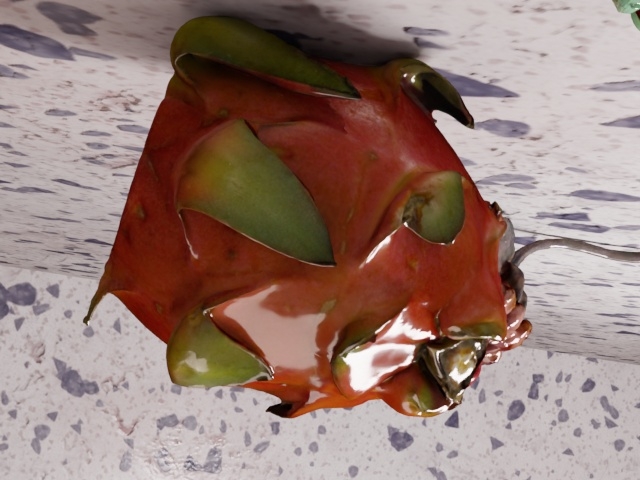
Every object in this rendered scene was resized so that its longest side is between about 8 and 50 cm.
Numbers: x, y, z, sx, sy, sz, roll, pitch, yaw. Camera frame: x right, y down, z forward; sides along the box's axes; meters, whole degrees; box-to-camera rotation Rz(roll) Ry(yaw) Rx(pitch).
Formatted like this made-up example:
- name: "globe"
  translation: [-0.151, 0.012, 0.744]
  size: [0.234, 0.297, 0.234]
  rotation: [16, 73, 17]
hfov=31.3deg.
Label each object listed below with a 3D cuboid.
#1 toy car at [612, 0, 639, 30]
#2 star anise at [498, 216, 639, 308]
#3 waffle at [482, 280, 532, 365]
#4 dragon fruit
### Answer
- name: "toy car"
  translation: [0.172, -0.097, 0.433]
  size: [0.121, 0.035, 0.059]
  rotation: [1, 174, -15]
- name: "star anise"
  translation: [0.234, -0.002, 1.125]
  size: [0.227, 0.218, 0.148]
  rotation: [-32, 156, -28]
- name: "waffle"
  translation: [0.093, 0.036, 1.065]
  size: [0.221, 0.055, 0.234]
  rotation: [35, 163, 7]
- name: "dragon fruit"
  translation: [-0.004, -0.004, 0.646]
  size: [0.227, 0.224, 0.224]
  rotation: [12, 172, 3]
